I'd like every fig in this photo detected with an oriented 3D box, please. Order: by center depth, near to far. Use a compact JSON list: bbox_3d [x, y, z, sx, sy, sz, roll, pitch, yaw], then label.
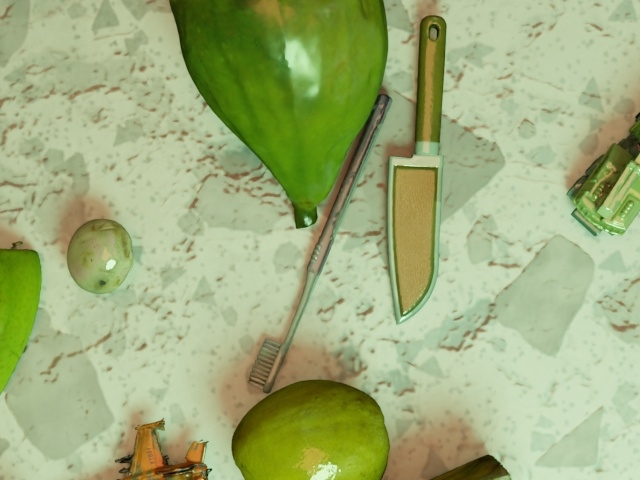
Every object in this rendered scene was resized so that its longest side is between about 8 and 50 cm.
[{"bbox_3d":[-0.025,-0.200,1.438,0.233,0.233,0.314,-31,128,-2],"label":"fig"}]

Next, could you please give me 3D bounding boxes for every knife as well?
[{"bbox_3d":[0.104,-0.078,1.483,0.061,0.027,0.343,2,88,-3],"label":"knife"}]

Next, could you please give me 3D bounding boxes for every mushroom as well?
[{"bbox_3d":[-0.237,0.018,1.460,0.083,0.067,0.084,-8,77,36],"label":"mushroom"}]

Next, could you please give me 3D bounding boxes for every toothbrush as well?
[{"bbox_3d":[0.000,0.000,1.478,0.029,0.024,0.354,23,86,1],"label":"toothbrush"}]

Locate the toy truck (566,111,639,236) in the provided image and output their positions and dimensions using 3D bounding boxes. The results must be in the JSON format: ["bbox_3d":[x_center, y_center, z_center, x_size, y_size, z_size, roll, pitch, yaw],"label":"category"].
[{"bbox_3d":[0.343,-0.080,1.443,0.077,0.100,0.169,44,87,3],"label":"toy truck"}]

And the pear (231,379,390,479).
[{"bbox_3d":[-0.008,0.220,1.399,0.162,0.149,0.149,-17,85,-5],"label":"pear"}]

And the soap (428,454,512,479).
[{"bbox_3d":[0.079,0.308,1.382,0.257,0.160,0.080,-24,86,0],"label":"soap"}]

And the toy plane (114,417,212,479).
[{"bbox_3d":[-0.203,0.269,1.445,0.188,0.062,0.135,-16,85,13],"label":"toy plane"}]

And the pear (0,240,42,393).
[{"bbox_3d":[-0.459,0.108,1.429,0.288,0.139,0.239,7,96,1],"label":"pear"}]
